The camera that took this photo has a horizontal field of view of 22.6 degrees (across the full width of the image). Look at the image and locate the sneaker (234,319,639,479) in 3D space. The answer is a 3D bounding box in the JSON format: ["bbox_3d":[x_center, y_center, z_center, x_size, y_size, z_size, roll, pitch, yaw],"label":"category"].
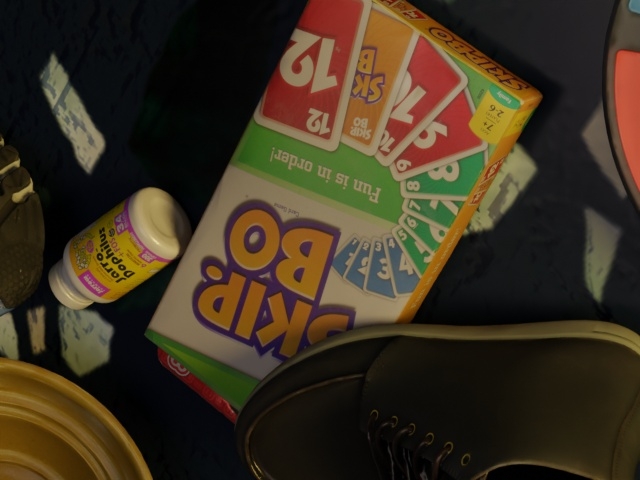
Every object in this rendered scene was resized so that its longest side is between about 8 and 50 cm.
[{"bbox_3d":[0.045,0.098,0.757,0.222,0.118,0.083,-13,111,23],"label":"sneaker"}]

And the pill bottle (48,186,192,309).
[{"bbox_3d":[-0.114,0.007,0.891,0.083,0.043,0.043,-33,84,31],"label":"pill bottle"}]

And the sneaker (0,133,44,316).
[{"bbox_3d":[-0.297,-0.010,0.963,0.330,0.130,0.147,17,124,29],"label":"sneaker"}]

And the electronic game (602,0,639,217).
[{"bbox_3d":[0.230,-0.065,0.678,0.229,0.048,0.229,7,105,28],"label":"electronic game"}]

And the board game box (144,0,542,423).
[{"bbox_3d":[0.000,0.000,0.833,0.124,0.039,0.259,37,119,18],"label":"board game box"}]

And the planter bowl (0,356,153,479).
[{"bbox_3d":[-0.196,0.177,0.928,0.217,0.090,0.217,0,84,-2],"label":"planter bowl"}]
